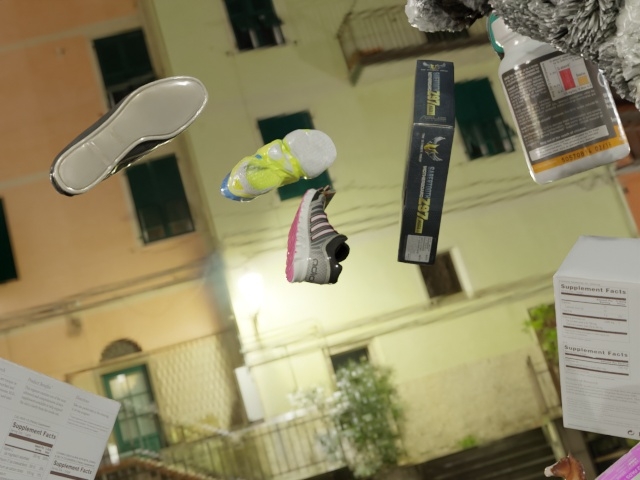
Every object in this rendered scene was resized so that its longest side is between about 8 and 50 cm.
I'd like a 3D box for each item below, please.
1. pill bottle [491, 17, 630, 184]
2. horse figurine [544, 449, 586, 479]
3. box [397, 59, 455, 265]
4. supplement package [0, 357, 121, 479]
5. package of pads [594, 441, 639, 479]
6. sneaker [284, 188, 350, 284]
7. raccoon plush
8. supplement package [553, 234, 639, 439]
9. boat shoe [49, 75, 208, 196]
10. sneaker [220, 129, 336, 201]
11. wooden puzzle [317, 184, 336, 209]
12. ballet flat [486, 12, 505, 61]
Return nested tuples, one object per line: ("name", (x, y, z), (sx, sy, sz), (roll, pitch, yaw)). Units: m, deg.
("pill bottle", (0.383, -0.242, 1.535), (0.162, 0.278, 0.162), (-18, 0, 0))
("horse figurine", (0.391, 0.470, 1.534), (0.175, 0.066, 0.263), (-32, 18, 4))
("box", (0.148, -0.110, 1.330), (0.059, 0.183, 0.232), (6, -53, 2))
("supplement package", (-0.385, 0.190, 1.010), (0.204, 0.145, 0.262), (11, -17, 26))
("package of pads", (0.576, 0.519, 1.697), (0.296, 0.229, 0.101), (-45, -54, 9))
("sneaker", (0.000, 0.000, 1.199), (0.075, 0.170, 0.063), (16, -54, -8))
("raccoon plush", (0.327, -0.258, 1.212), (0.216, 0.299, 0.446), (-20, 2, -24))
("supplement package", (0.411, 0.131, 1.307), (0.134, 0.244, 0.139), (4, 26, 30))
("boat shoe", (-0.360, -0.198, 1.744), (0.335, 0.112, 0.095), (-39, 17, -22))
("sneaker", (-0.086, -0.133, 1.712), (0.240, 0.091, 0.126), (-22, 2, -40))
("wooden puzzle", (-0.004, -0.058, 1.465), (0.049, 0.006, 0.083), (-15, -32, -45))
("ballet flat", (0.342, -0.345, 1.670), (0.070, 0.070, 0.188), (-20, -56, 10))
